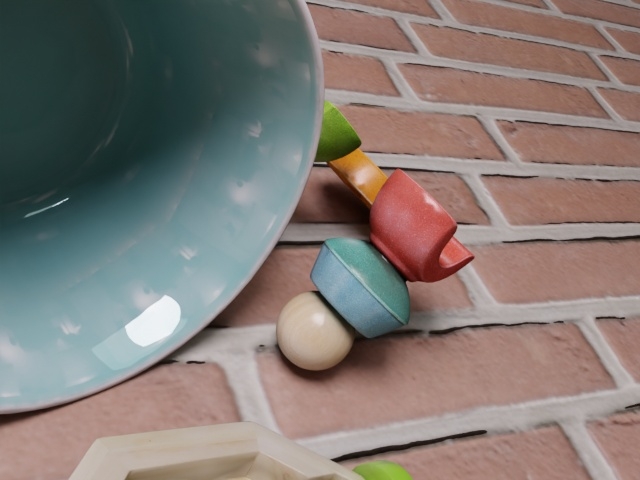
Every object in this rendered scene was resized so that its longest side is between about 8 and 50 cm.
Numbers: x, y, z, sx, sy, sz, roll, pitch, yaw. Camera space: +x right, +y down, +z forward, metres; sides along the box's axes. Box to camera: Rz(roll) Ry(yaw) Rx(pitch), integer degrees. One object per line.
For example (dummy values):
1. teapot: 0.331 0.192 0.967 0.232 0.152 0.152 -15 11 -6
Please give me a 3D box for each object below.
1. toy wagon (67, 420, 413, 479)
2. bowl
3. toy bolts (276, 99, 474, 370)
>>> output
1. toy wagon: -0.002 0.224 0.341 0.267 0.068 0.344 5 33 -43
2. bowl: -0.165 -0.069 0.458 0.311 0.311 0.163 -17 45 -41
3. toy bolts: 0.000 0.000 0.626 0.228 0.158 0.218 48 2 34
